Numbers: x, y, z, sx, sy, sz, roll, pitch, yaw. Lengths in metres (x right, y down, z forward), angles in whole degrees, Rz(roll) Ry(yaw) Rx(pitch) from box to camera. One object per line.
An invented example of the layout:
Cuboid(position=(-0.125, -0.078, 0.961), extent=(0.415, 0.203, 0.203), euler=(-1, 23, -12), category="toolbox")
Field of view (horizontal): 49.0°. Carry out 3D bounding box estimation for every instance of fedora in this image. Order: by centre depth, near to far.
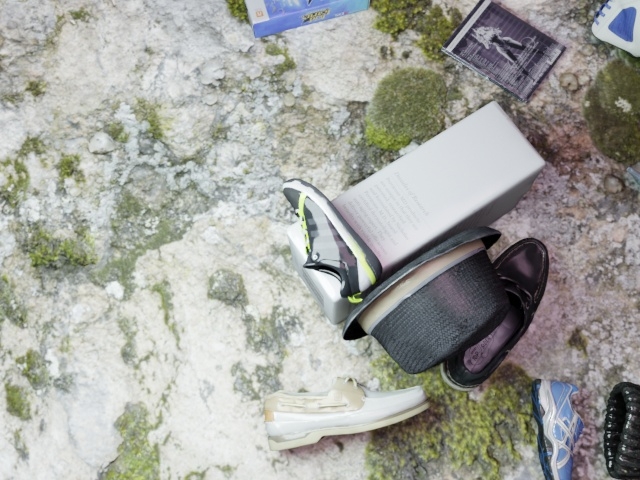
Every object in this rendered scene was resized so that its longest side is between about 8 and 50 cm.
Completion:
Cuboid(position=(0.203, 0.125, 1.210), extent=(0.334, 0.334, 0.152), euler=(-30, 72, -9), category="fedora")

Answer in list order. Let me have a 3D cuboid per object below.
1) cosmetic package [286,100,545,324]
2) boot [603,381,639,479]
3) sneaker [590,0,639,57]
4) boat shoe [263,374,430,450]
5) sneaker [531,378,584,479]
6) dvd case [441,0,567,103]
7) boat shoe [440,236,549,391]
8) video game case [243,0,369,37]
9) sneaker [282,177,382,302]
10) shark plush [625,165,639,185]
Cuboid(position=(0.169, -0.044, 1.315), extent=(0.453, 0.230, 0.161), euler=(-32, 75, -10), category="cosmetic package")
Cuboid(position=(0.635, 0.427, 1.214), extent=(0.260, 0.131, 0.348), euler=(6, 62, -5), category="boot")
Cuboid(position=(0.640, -0.504, 1.464), extent=(0.127, 0.182, 0.315), euler=(-42, 114, -26), category="sneaker")
Cuboid(position=(0.045, 0.297, 1.271), extent=(0.302, 0.113, 0.103), euler=(-13, 79, -3), category="boat shoe")
Cuboid(position=(0.436, 0.355, 1.267), extent=(0.081, 0.080, 0.211), euler=(-2, 74, 3), category="sneaker")
Cuboid(position=(0.402, -0.420, 1.540), extent=(0.221, 0.018, 0.164), euler=(36, 78, 10), category="dvd case")
Cuboid(position=(0.341, 0.126, 1.321), extent=(0.127, 0.113, 0.340), euler=(37, 77, 11), category="boat shoe")
Cuboid(position=(-0.053, -0.603, 1.577), extent=(0.269, 0.061, 0.244), euler=(-16, 74, -5), category="video game case")
Cuboid(position=(0.000, 0.000, 1.141), extent=(0.097, 0.084, 0.235), euler=(-39, 76, -10), category="sneaker")
Cuboid(position=(0.693, -0.102, 1.414), extent=(0.073, 0.067, 0.161), euler=(-36, 76, -10), category="shark plush")
